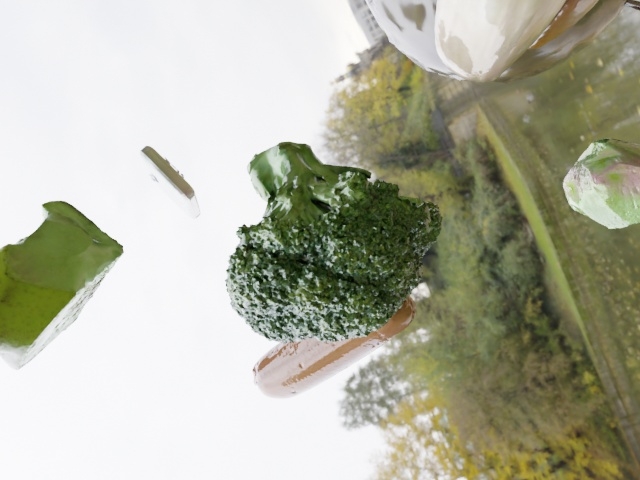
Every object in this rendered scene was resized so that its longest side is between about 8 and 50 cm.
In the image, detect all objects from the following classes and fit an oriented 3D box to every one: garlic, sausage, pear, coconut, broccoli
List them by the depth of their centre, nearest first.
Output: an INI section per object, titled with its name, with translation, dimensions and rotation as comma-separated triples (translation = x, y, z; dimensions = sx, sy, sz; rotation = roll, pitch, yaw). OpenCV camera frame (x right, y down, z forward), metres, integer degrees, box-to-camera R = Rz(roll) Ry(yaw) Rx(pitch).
[garlic]
translation = 0.173, -0.225, 0.493
dimensions = 0.110, 0.217, 0.228
rotation = 33, 157, 22
[coconut]
translation = 0.256, -0.050, 0.558
dimensions = 0.081, 0.082, 0.083
rotation = 62, -165, -12
[broccoli]
translation = 0.000, 0.000, 0.721
dimensions = 0.269, 0.261, 0.241
rotation = 18, -132, -55
[sausage]
translation = 0.014, 0.146, 0.918
dimensions = 0.086, 0.289, 0.086
rotation = 35, -147, -27
[pear]
translation = -0.519, 0.091, 1.132
dimensions = 0.176, 0.286, 0.282
rotation = 39, -146, -7

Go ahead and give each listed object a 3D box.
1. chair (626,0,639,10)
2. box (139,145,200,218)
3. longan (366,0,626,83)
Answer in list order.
[chair]
translation = 0.565, -0.462, 1.082
dimensions = 0.175, 0.326, 0.183
rotation = -78, 5, -69
[box]
translation = -0.325, -0.122, 1.422
dimensions = 0.142, 0.044, 0.285
rotation = 44, 169, 0
[longan]
translation = 0.246, -0.430, 0.911
dimensions = 0.404, 0.436, 0.404
rotation = 41, 171, 8
